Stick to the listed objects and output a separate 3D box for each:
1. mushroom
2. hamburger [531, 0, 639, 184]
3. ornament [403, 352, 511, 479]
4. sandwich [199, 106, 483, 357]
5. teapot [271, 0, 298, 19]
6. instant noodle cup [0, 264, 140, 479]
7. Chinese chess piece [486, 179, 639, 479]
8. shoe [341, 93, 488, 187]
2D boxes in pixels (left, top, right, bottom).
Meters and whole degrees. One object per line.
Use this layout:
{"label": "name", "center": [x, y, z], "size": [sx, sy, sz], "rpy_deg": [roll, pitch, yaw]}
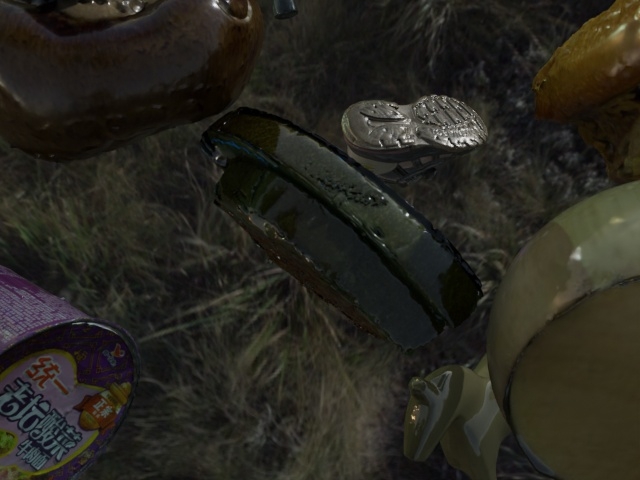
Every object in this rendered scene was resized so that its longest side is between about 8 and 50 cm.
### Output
{"label": "mushroom", "center": [-0.155, -0.130, 0.521], "size": [0.232, 0.194, 0.138], "rpy_deg": [-9, 88, -5]}
{"label": "hamburger", "center": [0.328, -0.177, 0.539], "size": [0.170, 0.290, 0.314], "rpy_deg": [44, 104, 0]}
{"label": "ornament", "center": [0.175, 0.185, 0.741], "size": [0.061, 0.244, 0.230], "rpy_deg": [16, 46, 44]}
{"label": "sandwich", "center": [-0.006, -0.004, 0.524], "size": [0.235, 0.159, 0.079], "rpy_deg": [44, 69, 0]}
{"label": "teapot", "center": [-0.069, -0.436, 1.168], "size": [0.043, 0.043, 0.110], "rpy_deg": [-12, 93, -5]}
{"label": "instant noodle cup", "center": [-0.483, 0.199, 1.016], "size": [0.266, 0.339, 0.339], "rpy_deg": [30, 73, 28]}
{"label": "Chinese chess piece", "center": [0.246, 0.077, 0.472], "size": [0.258, 0.257, 0.104], "rpy_deg": [11, 39, 3]}
{"label": "shoe", "center": [0.101, -0.103, 0.781], "size": [0.180, 0.092, 0.089], "rpy_deg": [-8, 54, -23]}
